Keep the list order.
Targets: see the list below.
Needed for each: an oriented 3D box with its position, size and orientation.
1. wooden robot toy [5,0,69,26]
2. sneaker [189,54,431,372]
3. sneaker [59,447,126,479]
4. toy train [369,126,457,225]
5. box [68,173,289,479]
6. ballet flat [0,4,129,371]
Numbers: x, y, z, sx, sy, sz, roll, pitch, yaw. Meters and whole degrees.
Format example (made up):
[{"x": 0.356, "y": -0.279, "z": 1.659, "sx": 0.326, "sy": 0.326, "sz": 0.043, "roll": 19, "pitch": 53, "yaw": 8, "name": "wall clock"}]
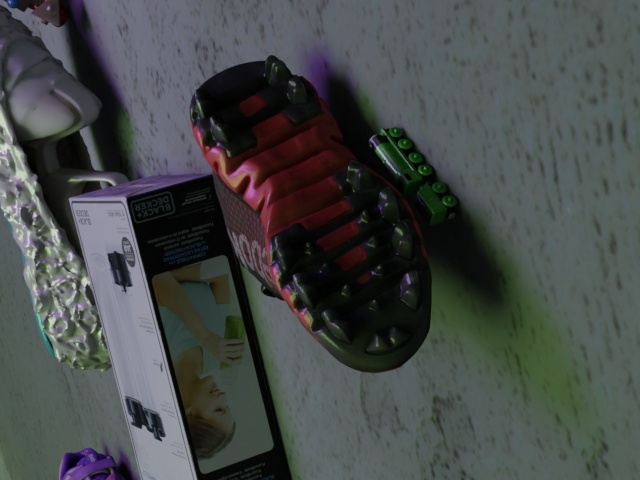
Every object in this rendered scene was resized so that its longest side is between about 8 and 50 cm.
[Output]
[{"x": -0.286, "y": -0.268, "z": 1.484, "sx": 0.173, "sy": 0.076, "sz": 0.079, "roll": 35, "pitch": 100, "yaw": 54, "name": "wooden robot toy"}, {"x": 0.000, "y": 0.000, "z": 0.968, "sx": 0.276, "sy": 0.098, "sz": 0.135, "roll": 57, "pitch": 167, "yaw": 43, "name": "sneaker"}, {"x": -0.257, "y": 0.308, "z": 1.731, "sx": 0.236, "sy": 0.095, "sz": 0.104, "roll": 17, "pitch": 113, "yaw": 62, "name": "sneaker"}, {"x": 0.057, "y": -0.041, "z": 0.931, "sx": 0.083, "sy": 0.024, "sz": 0.017, "roll": 55, "pitch": 149, "yaw": 34, "name": "toy train"}, {"x": -0.129, "y": 0.089, "z": 1.326, "sx": 0.169, "sy": 0.087, "sz": 0.289, "roll": 1, "pitch": 106, "yaw": 64, "name": "box"}, {"x": -0.253, "y": -0.071, "z": 1.446, "sx": 0.147, "sy": 0.147, "sz": 0.408, "roll": -1, "pitch": 112, "yaw": 64, "name": "ballet flat"}]
